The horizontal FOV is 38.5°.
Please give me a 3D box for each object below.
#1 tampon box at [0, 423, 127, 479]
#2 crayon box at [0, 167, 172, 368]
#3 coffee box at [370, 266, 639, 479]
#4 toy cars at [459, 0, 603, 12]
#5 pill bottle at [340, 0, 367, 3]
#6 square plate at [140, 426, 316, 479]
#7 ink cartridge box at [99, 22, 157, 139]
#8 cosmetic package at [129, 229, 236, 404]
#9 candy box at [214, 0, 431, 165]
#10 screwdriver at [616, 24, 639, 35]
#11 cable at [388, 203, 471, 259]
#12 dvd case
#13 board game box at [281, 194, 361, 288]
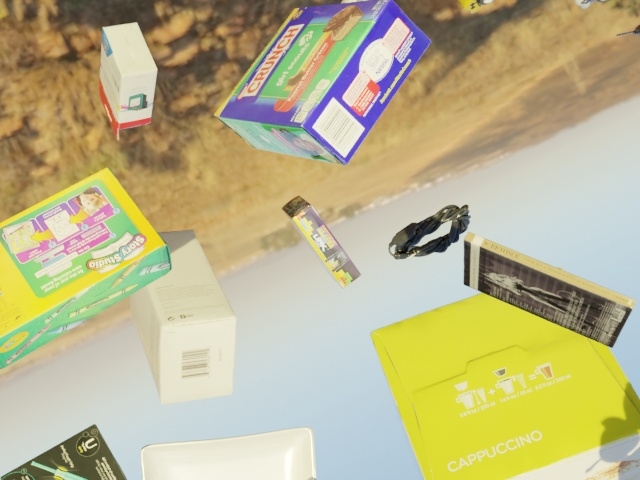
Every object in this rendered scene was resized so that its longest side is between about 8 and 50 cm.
[{"bbox_3d":[-0.390,0.388,1.431,0.161,0.120,0.101,-28,158,-18],"label":"tampon box"},{"bbox_3d":[-0.371,0.034,1.288,0.278,0.165,0.081,-31,156,-20],"label":"crayon box"},{"bbox_3d":[0.311,0.309,1.484,0.338,0.334,0.338,-20,-135,1],"label":"coffee box"},{"bbox_3d":[0.305,-0.414,1.290,0.087,0.176,0.394,-12,-164,-37],"label":"toy cars"},{"bbox_3d":[0.095,-0.551,2.089,0.078,0.078,0.137,-25,-145,52],"label":"pill bottle"},{"bbox_3d":[-0.175,0.560,1.835,0.348,0.343,0.049,-4,179,-13],"label":"square plate"},{"bbox_3d":[-0.413,-0.334,1.951,0.078,0.134,0.231,-16,156,-23],"label":"ink cartridge box"},{"bbox_3d":[-0.296,0.146,1.898,0.155,0.196,0.365,-6,-148,-19],"label":"cosmetic package"},{"bbox_3d":[-0.005,-0.279,1.594,0.268,0.122,0.317,-56,-149,-11],"label":"candy box"},{"bbox_3d":[0.681,-0.451,1.995,0.024,0.025,0.170,-41,-176,1],"label":"screwdriver"},{"bbox_3d":[0.234,-0.012,1.846,0.184,0.047,0.151,-38,148,29],"label":"cable"},{"bbox_3d":[0.292,0.067,1.205,0.018,0.221,0.164,-62,162,-17],"label":"dvd case"},{"bbox_3d":[0.000,0.000,1.762,0.048,0.170,0.141,-37,-165,-4],"label":"board game box"}]
